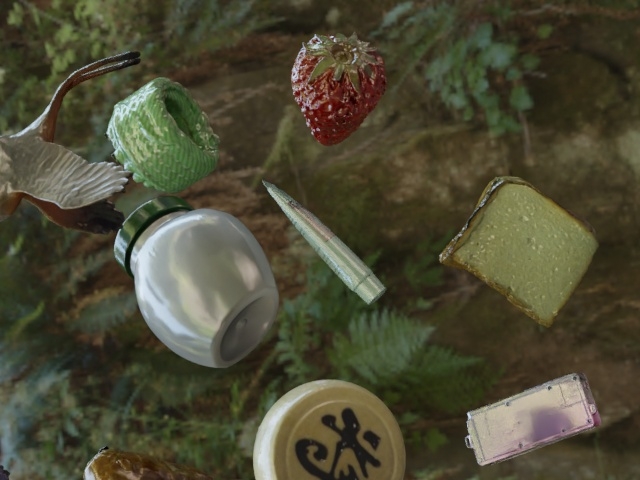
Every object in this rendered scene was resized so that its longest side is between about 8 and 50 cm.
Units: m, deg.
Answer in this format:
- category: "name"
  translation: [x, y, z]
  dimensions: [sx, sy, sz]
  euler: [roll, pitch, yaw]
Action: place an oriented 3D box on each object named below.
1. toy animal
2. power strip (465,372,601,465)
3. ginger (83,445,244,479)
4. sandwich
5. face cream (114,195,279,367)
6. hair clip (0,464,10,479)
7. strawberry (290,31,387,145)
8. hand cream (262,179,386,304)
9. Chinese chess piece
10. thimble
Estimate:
- category: "toy animal"
  translation: [-0.437, -0.168, 1.585]
  dimensions: [0.225, 0.302, 0.284]
  euler: [135, 134, -75]
- category: "power strip"
  translation: [0.403, 0.344, 1.913]
  dimensions: [0.037, 0.279, 0.109]
  euler: [17, -128, -50]
- category: "ginger"
  translation: [-0.310, 0.562, 2.011]
  dimensions: [0.418, 0.176, 0.254]
  euler: [33, -110, -37]
- category: "sandwich"
  translation: [0.392, 0.014, 1.944]
  dimensions: [0.226, 0.251, 0.087]
  euler: [-57, 3, -3]
- category: "face cream"
  translation: [-0.264, 0.082, 2.138]
  dimensions: [0.357, 0.312, 0.219]
  euler: [41, -161, 32]
- category: "hair clip"
  translation: [-0.691, 0.546, 2.065]
  dimensions: [0.195, 0.052, 0.124]
  euler: [-74, -24, -52]
- category: "strawberry"
  translation: [0.036, -0.289, 2.016]
  dimensions: [0.244, 0.205, 0.205]
  euler: [97, 171, -50]
- category: "hand cream"
  translation: [0.000, 0.000, 2.018]
  dimensions: [0.331, 0.058, 0.085]
  euler: [44, -170, 13]
- category: "Chinese chess piece"
  translation: [0.015, 0.359, 1.647]
  dimensions: [0.104, 0.257, 0.257]
  euler: [149, 115, -65]
- category: "thimble"
  translation: [-0.307, -0.201, 1.965]
  dimensions: [0.219, 0.150, 0.219]
  euler: [50, -160, -25]
